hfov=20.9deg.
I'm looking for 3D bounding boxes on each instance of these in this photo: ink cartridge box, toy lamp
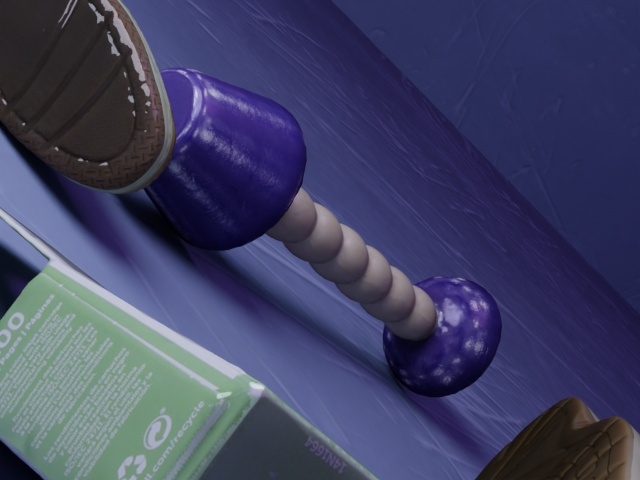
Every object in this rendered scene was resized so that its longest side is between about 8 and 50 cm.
[{"bbox_3d":[-0.037,0.066,0.530,0.171,0.056,0.235,42,-10,-35],"label":"ink cartridge box"},{"bbox_3d":[0.000,0.000,0.854,0.275,0.080,0.080,36,16,-48],"label":"toy lamp"}]

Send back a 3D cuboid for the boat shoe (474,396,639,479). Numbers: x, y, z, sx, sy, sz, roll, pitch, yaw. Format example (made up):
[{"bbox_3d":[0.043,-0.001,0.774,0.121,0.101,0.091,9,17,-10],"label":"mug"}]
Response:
[{"bbox_3d":[0.120,0.143,0.754,0.098,0.109,0.302,48,5,1],"label":"boat shoe"}]

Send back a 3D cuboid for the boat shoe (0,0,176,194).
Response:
[{"bbox_3d":[-0.114,-0.086,0.741,0.190,0.068,0.072,53,0,27],"label":"boat shoe"}]
